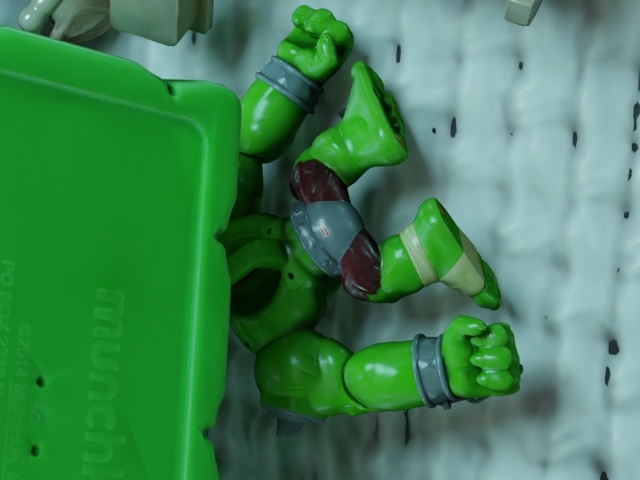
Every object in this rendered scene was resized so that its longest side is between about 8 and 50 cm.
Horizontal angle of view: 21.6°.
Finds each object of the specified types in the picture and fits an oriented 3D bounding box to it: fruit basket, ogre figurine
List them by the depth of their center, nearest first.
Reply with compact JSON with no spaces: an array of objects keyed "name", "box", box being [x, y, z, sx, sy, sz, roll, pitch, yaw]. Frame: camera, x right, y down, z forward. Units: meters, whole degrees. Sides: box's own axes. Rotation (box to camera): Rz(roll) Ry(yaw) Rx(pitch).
[{"name":"fruit basket","box":[-0.228,0.083,0.738,0.392,0.283,0.392,-17,67,48]},{"name":"ogre figurine","box":[0.000,0.000,0.767,0.118,0.097,0.197,-30,92,13]}]

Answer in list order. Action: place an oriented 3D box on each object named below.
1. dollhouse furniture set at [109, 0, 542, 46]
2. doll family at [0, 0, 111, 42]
[{"name":"dollhouse furniture set","box":[0.087,-0.224,0.688,0.303,0.174,0.355,20,136,10]},{"name":"doll family","box":[-0.142,-0.196,0.789,0.118,0.163,0.263,-172,79,-68]}]
